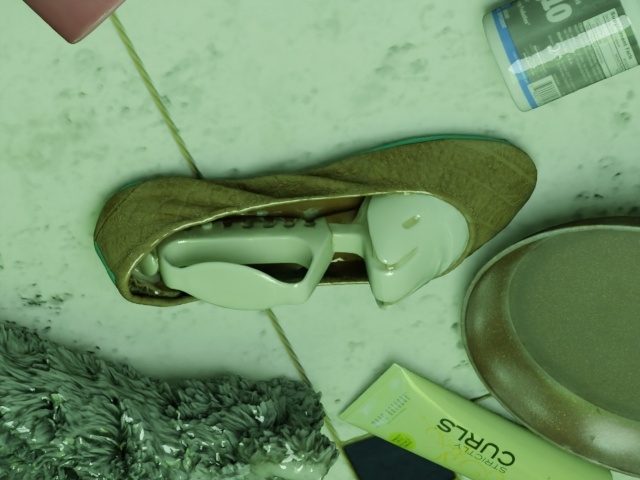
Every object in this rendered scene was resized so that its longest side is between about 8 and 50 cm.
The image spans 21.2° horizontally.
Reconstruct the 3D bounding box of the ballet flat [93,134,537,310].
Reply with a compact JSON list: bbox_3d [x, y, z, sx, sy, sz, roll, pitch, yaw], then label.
[{"bbox_3d":[0.000,0.000,1.283,0.342,0.124,0.116,-4,127,-2],"label":"ballet flat"}]

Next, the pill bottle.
[{"bbox_3d":[0.191,-0.151,1.215,0.137,0.078,0.078,-23,125,11],"label":"pill bottle"}]

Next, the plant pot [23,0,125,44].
[{"bbox_3d":[-0.151,-0.253,1.053,0.180,0.201,0.201,43,114,-13],"label":"plant pot"}]

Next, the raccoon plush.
[{"bbox_3d":[-0.182,0.111,1.314,0.299,0.216,0.446,-28,124,6],"label":"raccoon plush"}]

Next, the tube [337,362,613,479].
[{"bbox_3d":[0.138,0.178,1.473,0.240,0.062,0.070,27,92,-18],"label":"tube"}]

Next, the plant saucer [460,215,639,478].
[{"bbox_3d":[0.266,0.083,1.354,0.310,0.050,0.311,16,142,13],"label":"plant saucer"}]
